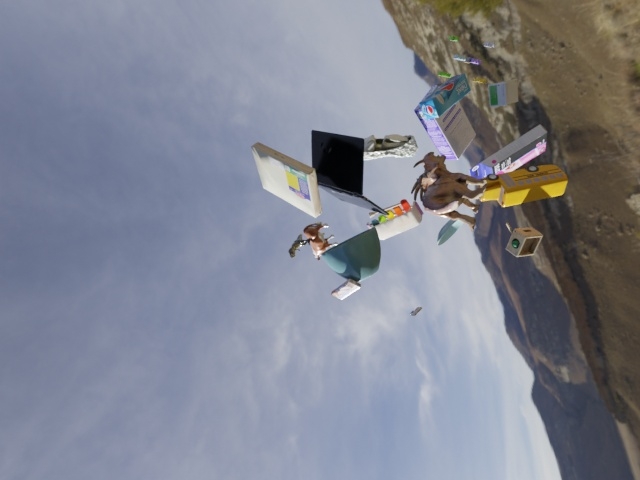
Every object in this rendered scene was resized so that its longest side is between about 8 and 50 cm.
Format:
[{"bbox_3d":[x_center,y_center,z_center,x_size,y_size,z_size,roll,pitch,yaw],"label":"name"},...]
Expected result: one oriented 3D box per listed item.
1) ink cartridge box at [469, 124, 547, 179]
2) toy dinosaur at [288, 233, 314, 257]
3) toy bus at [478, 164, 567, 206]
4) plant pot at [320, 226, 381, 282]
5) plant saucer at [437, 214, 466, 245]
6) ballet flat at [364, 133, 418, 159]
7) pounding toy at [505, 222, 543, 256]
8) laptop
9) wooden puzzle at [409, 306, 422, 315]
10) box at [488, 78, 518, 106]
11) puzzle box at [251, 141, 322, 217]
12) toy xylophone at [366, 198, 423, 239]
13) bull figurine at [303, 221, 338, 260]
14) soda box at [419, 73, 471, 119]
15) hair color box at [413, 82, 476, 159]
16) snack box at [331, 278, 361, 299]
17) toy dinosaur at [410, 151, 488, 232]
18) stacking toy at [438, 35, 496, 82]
[{"bbox_3d":[0.907,-0.393,1.959,0.175,0.370,0.069,34,-152,-59],"label":"ink cartridge box"},{"bbox_3d":[-0.107,0.010,2.367,0.268,0.118,0.064,-65,-36,-60],"label":"toy dinosaur"},{"bbox_3d":[0.866,-0.234,1.753,0.130,0.331,0.108,-102,0,-45],"label":"toy bus"},{"bbox_3d":[0.172,0.086,1.919,0.196,0.290,0.290,63,-155,-1],"label":"plant pot"},{"bbox_3d":[0.614,-0.058,1.925,0.037,0.195,0.195,45,-166,23],"label":"plant saucer"},{"bbox_3d":[0.348,-0.547,2.300,0.147,0.407,0.147,-1,-90,-76],"label":"ballet flat"},{"bbox_3d":[0.916,-0.008,1.853,0.100,0.141,0.130,-123,34,-51],"label":"pounding toy"},{"bbox_3d":[0.153,-0.345,2.077,0.407,0.381,0.237,25,-90,-45],"label":"laptop"},{"bbox_3d":[0.526,0.392,2.225,0.014,0.078,0.116,46,177,4],"label":"wooden puzzle"},{"bbox_3d":[0.821,-0.660,1.814,0.101,0.087,0.101,-24,-68,-31],"label":"box"},{"bbox_3d":[-0.166,-0.301,1.995,0.052,0.408,0.272,-40,-36,-26],"label":"puzzle box"},{"bbox_3d":[0.405,-0.124,2.250,0.081,0.322,0.236,-87,-28,-45],"label":"toy xylophone"},{"bbox_3d":[0.000,0.000,2.694,0.311,0.188,0.101,60,-175,-45],"label":"bull figurine"},{"bbox_3d":[0.463,-0.534,1.498,0.210,0.067,0.071,-41,-64,-23],"label":"soda box"},{"bbox_3d":[0.628,-0.589,2.025,0.185,0.110,0.339,-52,-55,-12],"label":"hair color box"},{"bbox_3d":[0.120,0.233,1.918,0.064,0.178,0.022,26,-126,-15],"label":"snack box"},{"bbox_3d":[0.314,-0.122,1.048,0.296,0.200,0.127,-47,-33,-55],"label":"toy dinosaur"},{"bbox_3d":[0.653,-0.802,1.795,0.052,0.220,0.167,-97,15,-66],"label":"stacking toy"}]
